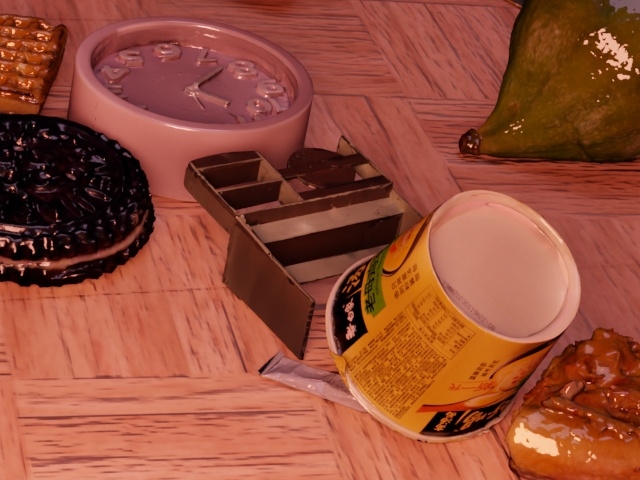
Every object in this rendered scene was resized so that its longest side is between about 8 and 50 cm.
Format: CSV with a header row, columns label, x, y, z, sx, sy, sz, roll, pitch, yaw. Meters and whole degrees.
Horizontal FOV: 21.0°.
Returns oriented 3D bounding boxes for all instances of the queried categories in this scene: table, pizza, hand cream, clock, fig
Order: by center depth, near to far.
label,x,y,z,sx,sy,sz,roll,pitch,yaw
pizza,0.250,0.111,1.173,0.305,0.085,0.161,-6,35,-28
hand cream,0.005,0.100,1.177,0.093,0.019,0.030,16,34,20
table,0.000,0.000,1.282,0.146,0.062,0.175,-13,41,-34
clock,-0.107,-0.111,1.416,0.197,0.068,0.197,9,32,-6
fig,0.229,-0.136,1.516,0.203,0.235,0.203,47,5,-5

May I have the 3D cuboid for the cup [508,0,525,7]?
label,x,y,z,sx,sy,sz,roll,pitch,yaw
cup,0.266,-0.335,1.808,0.131,0.155,0.176,25,36,19

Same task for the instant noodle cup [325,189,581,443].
label,x,y,z,sx,sy,sz,roll,pitch,yaw
instant noodle cup,0.093,0.043,1.147,0.151,0.122,0.151,14,52,-19

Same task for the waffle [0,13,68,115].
label,x,y,z,sx,sy,sz,roll,pitch,yaw
waffle,-0.270,-0.142,1.432,0.102,0.042,0.148,8,32,-3

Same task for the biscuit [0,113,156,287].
label,x,y,z,sx,sy,sz,roll,pitch,yaw
biscuit,-0.216,-0.033,1.273,0.195,0.053,0.194,8,33,-5
